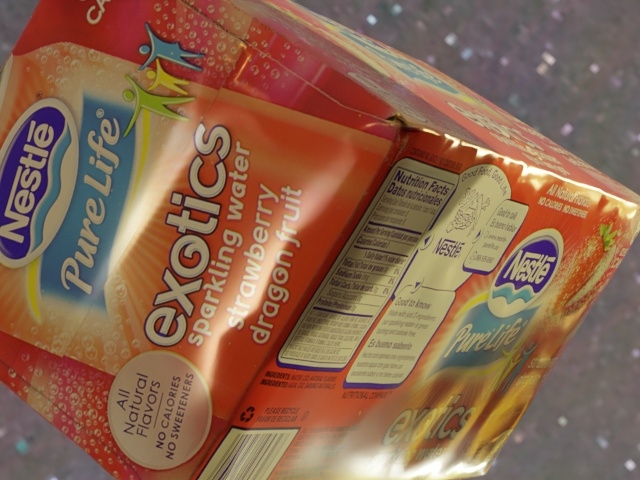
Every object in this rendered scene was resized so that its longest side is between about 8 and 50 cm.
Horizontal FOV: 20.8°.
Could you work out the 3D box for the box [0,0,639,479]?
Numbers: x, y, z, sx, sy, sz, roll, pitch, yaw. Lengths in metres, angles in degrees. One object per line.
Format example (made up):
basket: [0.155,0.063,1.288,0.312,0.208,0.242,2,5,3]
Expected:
box: [0.000,0.000,0.578,0.128,0.122,0.257,-58,-23,10]
